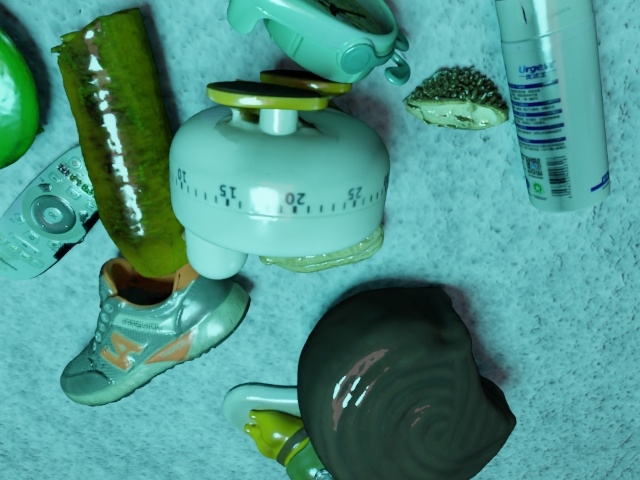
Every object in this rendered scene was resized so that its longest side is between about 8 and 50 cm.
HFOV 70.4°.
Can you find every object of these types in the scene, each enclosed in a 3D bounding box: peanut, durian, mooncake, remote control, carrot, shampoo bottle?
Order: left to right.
[{"bbox_3d":[-0.365,-0.033,0.622,0.256,0.045,0.097,-36,115,16],"label":"remote control"},{"bbox_3d":[-0.223,-0.103,0.536,0.114,0.114,0.301,-5,116,4],"label":"carrot"},{"bbox_3d":[0.000,0.000,0.615,0.175,0.080,0.080,-11,119,13],"label":"peanut"},{"bbox_3d":[0.132,0.235,0.666,0.334,0.174,0.325,0,109,-13],"label":"mooncake"},{"bbox_3d":[0.166,-0.170,0.543,0.131,0.052,0.066,10,158,-1],"label":"durian"},{"bbox_3d":[0.254,-0.179,0.497,0.092,0.092,0.303,-18,116,11],"label":"shampoo bottle"}]

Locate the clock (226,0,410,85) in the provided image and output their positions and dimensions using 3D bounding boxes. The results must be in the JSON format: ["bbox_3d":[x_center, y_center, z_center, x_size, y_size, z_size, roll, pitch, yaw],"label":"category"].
[{"bbox_3d":[0.009,-0.219,0.451,0.189,0.148,0.060,25,136,-16],"label":"clock"}]

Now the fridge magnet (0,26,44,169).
[{"bbox_3d":[-0.424,-0.177,0.516,0.208,0.088,0.207,1,118,1],"label":"fridge magnet"}]

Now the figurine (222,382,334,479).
[{"bbox_3d":[-0.059,0.359,0.780,0.250,0.141,0.166,15,120,-7],"label":"figurine"}]

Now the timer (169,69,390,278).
[{"bbox_3d":[-0.047,-0.051,0.495,0.234,0.233,0.240,5,116,-1],"label":"timer"}]

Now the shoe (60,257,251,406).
[{"bbox_3d":[-0.280,0.113,0.660,0.337,0.132,0.171,-28,110,14],"label":"shoe"}]
